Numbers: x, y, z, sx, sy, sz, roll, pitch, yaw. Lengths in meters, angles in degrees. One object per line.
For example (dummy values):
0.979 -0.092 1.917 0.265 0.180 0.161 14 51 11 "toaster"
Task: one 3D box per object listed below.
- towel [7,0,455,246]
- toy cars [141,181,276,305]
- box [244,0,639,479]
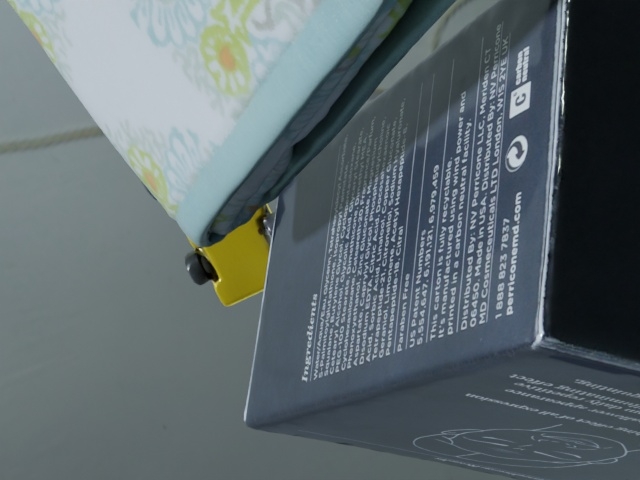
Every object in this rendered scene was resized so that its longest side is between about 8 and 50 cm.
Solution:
-0.089 -0.193 0.679 0.090 0.374 0.320 -31 83 -33 "towel"
0.000 0.000 1.126 0.394 0.087 0.176 23 102 -3 "toy cars"
0.162 0.029 0.758 0.293 0.395 0.212 14 70 -21 "box"
